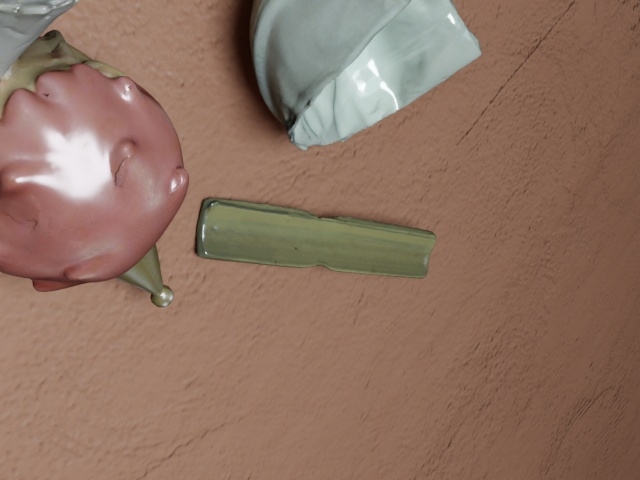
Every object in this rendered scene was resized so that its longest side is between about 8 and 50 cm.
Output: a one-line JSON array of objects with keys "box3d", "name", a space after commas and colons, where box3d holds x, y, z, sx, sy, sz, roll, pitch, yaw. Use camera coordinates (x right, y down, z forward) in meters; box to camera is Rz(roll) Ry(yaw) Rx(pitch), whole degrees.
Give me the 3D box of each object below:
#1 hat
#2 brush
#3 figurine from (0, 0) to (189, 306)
[{"box3d": [0.008, -0.236, 0.743, 0.258, 0.168, 0.301, -7, 83, -70], "name": "hat"}, {"box3d": [0.000, 0.000, 0.866, 0.282, 0.048, 0.054, 7, 95, -42], "name": "brush"}, {"box3d": [-0.185, -0.072, 0.561, 0.207, 0.166, 0.387, -36, 139, 9], "name": "figurine"}]
